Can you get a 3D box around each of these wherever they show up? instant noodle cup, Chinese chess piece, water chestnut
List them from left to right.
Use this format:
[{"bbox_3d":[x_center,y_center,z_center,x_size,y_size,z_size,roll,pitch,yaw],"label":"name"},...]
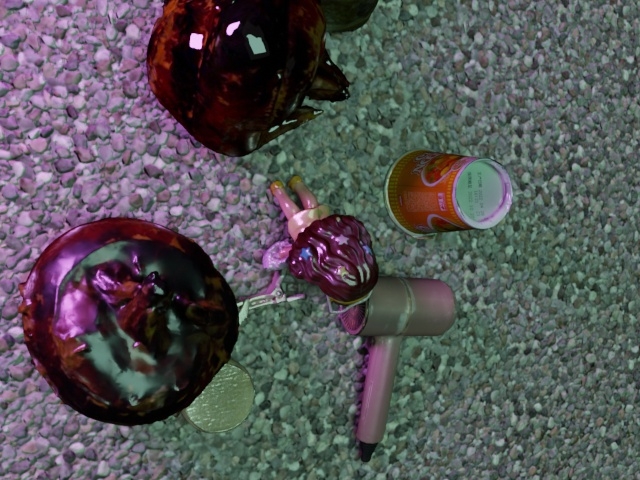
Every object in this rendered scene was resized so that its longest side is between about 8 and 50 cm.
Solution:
[{"bbox_3d":[-0.249,0.105,0.887,0.300,0.300,0.299,-2,95,-24],"label":"water chestnut"},{"bbox_3d":[-0.165,0.247,1.056,0.122,0.051,0.122,-1,94,-22],"label":"Chinese chess piece"},{"bbox_3d":[-0.102,-0.267,0.942,0.289,0.289,0.244,-61,145,-8],"label":"water chestnut"},{"bbox_3d":[0.223,-0.080,1.128,0.169,0.185,0.168,-2,95,-23],"label":"instant noodle cup"}]

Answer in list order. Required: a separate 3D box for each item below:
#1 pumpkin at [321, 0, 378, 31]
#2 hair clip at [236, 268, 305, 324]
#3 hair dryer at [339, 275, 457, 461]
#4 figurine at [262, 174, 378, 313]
[{"bbox_3d":[-0.020,-0.453,1.015,0.312,0.148,0.169,36,75,-18],"label":"pumpkin"},{"bbox_3d":[-0.134,0.110,1.067,0.226,0.034,0.072,-25,100,-19],"label":"hair clip"},{"bbox_3d":[0.119,0.231,1.170,0.190,0.107,0.344,4,101,-26],"label":"hair dryer"},{"bbox_3d":[0.001,0.001,1.047,0.175,0.240,0.115,-22,144,-24],"label":"figurine"}]
